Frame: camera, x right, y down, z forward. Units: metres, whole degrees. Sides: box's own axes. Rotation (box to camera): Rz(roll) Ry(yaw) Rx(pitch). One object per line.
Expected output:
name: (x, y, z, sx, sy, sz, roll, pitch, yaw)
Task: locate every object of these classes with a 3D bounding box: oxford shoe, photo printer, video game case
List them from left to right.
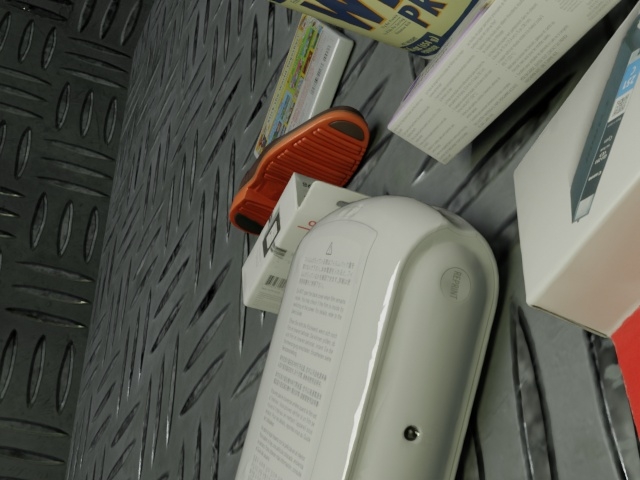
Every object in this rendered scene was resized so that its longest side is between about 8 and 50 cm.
oxford shoe: (-0.030, -0.102, 1.098, 0.271, 0.097, 0.098, -34, 37, 50)
video game case: (-0.029, -0.190, 1.270, 0.206, 0.026, 0.227, -122, 50, -63)
photo printer: (0.032, 0.113, 0.772, 0.256, 0.107, 0.307, -178, 103, -69)

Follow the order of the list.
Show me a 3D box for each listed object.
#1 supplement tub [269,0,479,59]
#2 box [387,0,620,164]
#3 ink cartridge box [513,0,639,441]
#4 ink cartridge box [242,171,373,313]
supplement tub: (0.018, -0.313, 0.802, 0.235, 0.325, 0.235, -165, 90, -70)
box: (0.141, -0.153, 0.657, 0.063, 0.067, 0.324, -60, 4, -24)
ink cartridge box: (0.206, -0.055, 0.441, 0.261, 0.066, 0.296, -82, 18, -52)
ink cartridge box: (0.000, 0.000, 0.943, 0.060, 0.104, 0.180, -97, 30, -48)
